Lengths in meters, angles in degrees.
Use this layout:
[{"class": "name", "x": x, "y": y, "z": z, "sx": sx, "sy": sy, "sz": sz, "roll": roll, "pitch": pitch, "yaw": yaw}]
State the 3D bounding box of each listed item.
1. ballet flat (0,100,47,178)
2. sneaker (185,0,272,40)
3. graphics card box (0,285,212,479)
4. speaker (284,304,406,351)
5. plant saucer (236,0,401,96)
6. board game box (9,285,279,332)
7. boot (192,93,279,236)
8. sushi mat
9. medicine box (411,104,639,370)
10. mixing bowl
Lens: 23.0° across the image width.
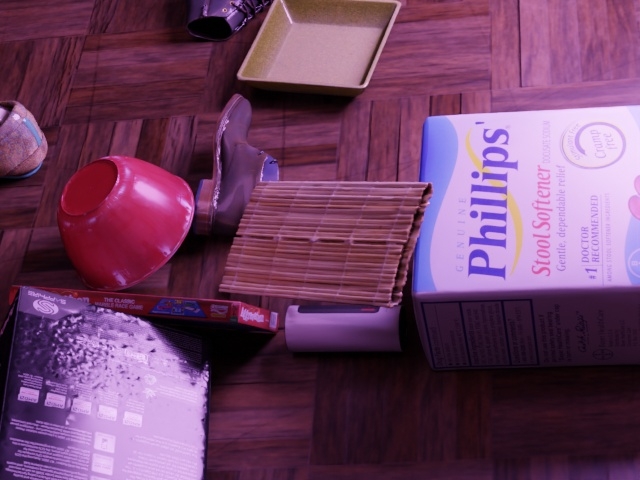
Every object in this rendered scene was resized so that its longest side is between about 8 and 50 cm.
[{"class": "ballet flat", "x": -0.545, "y": -0.144, "z": 2.141, "sx": 0.348, "sy": 0.123, "sz": 0.123, "roll": -1, "pitch": 46, "yaw": 13}, {"class": "sneaker", "x": -0.089, "y": -0.354, "z": 2.272, "sx": 0.222, "sy": 0.083, "sz": 0.118, "roll": -12, "pitch": 50, "yaw": 13}, {"class": "graphics card box", "x": -0.237, "y": 0.233, "z": 1.642, "sx": 0.232, "sy": 0.094, "sz": 0.371, "roll": 15, "pitch": 44, "yaw": -18}, {"class": "speaker", "x": 0.030, "y": 0.102, "z": 1.806, "sx": 0.136, "sy": 0.055, "sz": 0.055, "roll": -1, "pitch": 46, "yaw": 13}, {"class": "plant saucer", "x": 0.002, "y": -0.262, "z": 2.174, "sx": 0.188, "sy": 0.045, "sz": 0.188, "roll": 7, "pitch": 48, "yaw": 19}, {"class": "board game box", "x": -0.203, "y": 0.080, "z": 1.829, "sx": 0.281, "sy": 0.145, "sz": 0.027, "roll": 4, "pitch": 83, "yaw": 16}, {"class": "boot", "x": -0.090, "y": -0.092, "z": 2.017, "sx": 0.106, "sy": 0.082, "sz": 0.219, "roll": 8, "pitch": 58, "yaw": 7}, {"class": "sushi mat", "x": 0.000, "y": 0.000, "z": 1.814, "sx": 0.316, "sy": 0.019, "sz": 0.151, "roll": 3, "pitch": 70, "yaw": 51}, {"class": "medicine box", "x": 0.258, "y": -0.004, "z": 1.771, "sx": 0.289, "sy": 0.149, "sz": 0.264, "roll": -2, "pitch": 52, "yaw": 10}, {"class": "mixing bowl", "x": -0.257, "y": -0.038, "z": 1.942, "sx": 0.181, "sy": 0.098, "sz": 0.181, "roll": -20, "pitch": 44, "yaw": 21}]
